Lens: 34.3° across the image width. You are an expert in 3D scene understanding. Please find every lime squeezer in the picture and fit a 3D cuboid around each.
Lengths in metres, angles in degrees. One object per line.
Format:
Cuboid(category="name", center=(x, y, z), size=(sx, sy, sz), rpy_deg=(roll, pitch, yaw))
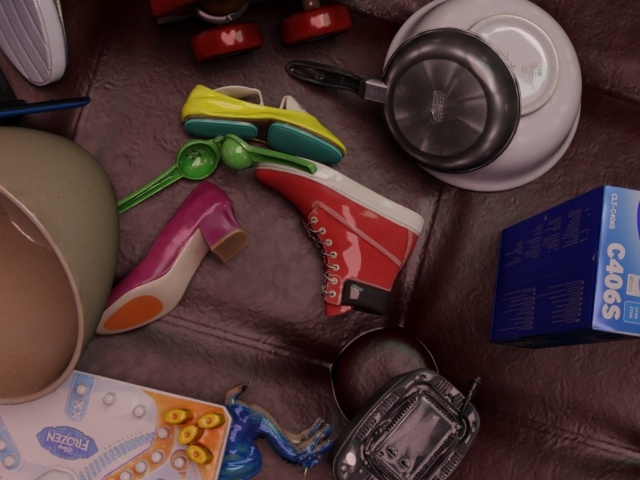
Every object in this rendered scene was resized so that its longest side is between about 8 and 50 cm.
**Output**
Cuboid(category="lime squeezer", center=(-0.140, -0.101, 1.361), size=(0.310, 0.110, 0.059), rpy_deg=(-10, 114, 22))

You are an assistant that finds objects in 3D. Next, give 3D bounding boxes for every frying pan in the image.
Cuboid(category="frying pan", center=(0.112, -0.215, 1.366), size=(0.326, 0.053, 0.197), rpy_deg=(35, 121, 10))

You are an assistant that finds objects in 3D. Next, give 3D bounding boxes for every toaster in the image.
Cuboid(category="toaster", center=(0.107, 0.253, 1.338), size=(0.129, 0.146, 0.227), rpy_deg=(42, 79, -1))

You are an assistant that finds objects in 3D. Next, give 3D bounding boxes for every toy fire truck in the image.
Cuboid(category="toy fire truck", center=(-0.071, -0.340, 1.330), size=(0.302, 0.254, 0.169), rpy_deg=(-13, 95, -9))

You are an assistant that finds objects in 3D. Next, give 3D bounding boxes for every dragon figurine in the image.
Cuboid(category="dragon figurine", center=(-0.124, 0.275, 1.334), size=(0.289, 0.085, 0.144), rpy_deg=(-25, 86, -12))

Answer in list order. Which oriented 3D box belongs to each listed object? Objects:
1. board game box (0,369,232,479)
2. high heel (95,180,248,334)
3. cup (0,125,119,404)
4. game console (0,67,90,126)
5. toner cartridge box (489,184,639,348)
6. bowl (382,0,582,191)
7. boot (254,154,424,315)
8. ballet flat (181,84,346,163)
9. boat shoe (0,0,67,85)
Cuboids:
Cuboid(category="board game box", center=(-0.340, 0.351, 1.260), size=(0.390, 0.050, 0.390), rpy_deg=(12, 80, 9))
Cuboid(category="high heel", center=(-0.217, 0.022, 1.379), size=(0.244, 0.082, 0.117), rpy_deg=(-39, 52, 4))
Cuboid(category="cup", center=(-0.374, -0.005, 1.242), size=(0.331, 0.331, 0.237), rpy_deg=(36, 35, -2))
Cuboid(category="game console", center=(-0.471, -0.205, 1.232), size=(0.293, 0.173, 0.250), rpy_deg=(-17, 72, -47))
Cuboid(category="toner cartridge box", center=(0.307, 0.045, 1.293), size=(0.075, 0.348, 0.165), rpy_deg=(8, 81, -8))
Cuboid(category="bowl", center=(0.241, -0.223, 1.432), size=(0.298, 0.134, 0.298), rpy_deg=(1, 82, -7))
Cuboid(category="boot", center=(0.000, 0.000, 1.393), size=(0.244, 0.088, 0.176), rpy_deg=(26, 81, -7))
Cuboid(category="ballet flat", center=(-0.073, -0.167, 1.414), size=(0.231, 0.077, 0.077), rpy_deg=(11, 64, -4))
Cuboid(category="boat shoe", center=(-0.393, -0.358, 1.371), size=(0.094, 0.109, 0.302), rpy_deg=(-33, 110, -50))
